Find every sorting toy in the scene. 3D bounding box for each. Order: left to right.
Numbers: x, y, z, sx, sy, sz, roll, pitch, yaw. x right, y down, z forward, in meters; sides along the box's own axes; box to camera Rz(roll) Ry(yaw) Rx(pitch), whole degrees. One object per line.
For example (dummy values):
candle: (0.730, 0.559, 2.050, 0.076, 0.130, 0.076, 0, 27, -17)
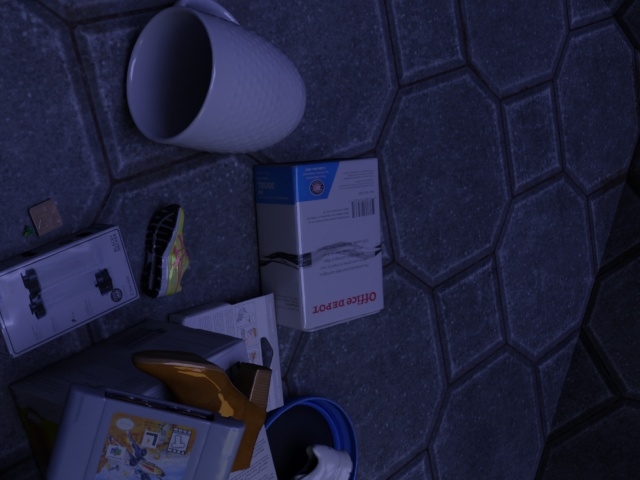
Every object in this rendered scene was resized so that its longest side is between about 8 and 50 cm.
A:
sorting toy: (-0.552, -0.040, 1.643, 0.083, 0.012, 0.062, -34, 121, -40)

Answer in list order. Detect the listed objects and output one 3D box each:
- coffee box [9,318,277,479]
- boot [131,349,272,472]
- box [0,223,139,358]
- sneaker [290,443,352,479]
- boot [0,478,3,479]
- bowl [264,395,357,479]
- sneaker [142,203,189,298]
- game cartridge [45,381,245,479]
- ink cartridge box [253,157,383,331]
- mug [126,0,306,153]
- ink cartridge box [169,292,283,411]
coffee box: (-0.344, 0.388, 1.661, 0.338, 0.337, 0.334, -26, 111, -40)
boot: (-0.219, 0.312, 1.474, 0.295, 0.104, 0.211, 16, 88, -37)
box: (-0.517, 0.091, 1.639, 0.290, 0.087, 0.169, -29, 113, -39)
sneaker: (-0.032, 0.642, 2.063, 0.129, 0.111, 0.297, 30, 69, -25)
boot: (-0.553, 0.521, 1.545, 0.089, 0.269, 0.236, -56, 150, -54)
bowl: (-0.065, 0.587, 2.132, 0.391, 0.077, 0.391, -5, 97, -43)
sneaker: (-0.327, 0.024, 1.830, 0.094, 0.081, 0.208, 9, 95, -51)
game cartridge: (-0.294, 0.361, 1.398, 0.297, 0.062, 0.198, 15, 97, -12)
ink cartridge box: (0.000, 0.000, 2.070, 0.285, 0.166, 0.395, -10, 100, -42)
mug: (-0.211, -0.363, 1.791, 0.328, 0.276, 0.374, 5, 60, -49)
ink cartridge box: (-0.216, 0.288, 1.963, 0.261, 0.066, 0.296, -14, 105, -42)
